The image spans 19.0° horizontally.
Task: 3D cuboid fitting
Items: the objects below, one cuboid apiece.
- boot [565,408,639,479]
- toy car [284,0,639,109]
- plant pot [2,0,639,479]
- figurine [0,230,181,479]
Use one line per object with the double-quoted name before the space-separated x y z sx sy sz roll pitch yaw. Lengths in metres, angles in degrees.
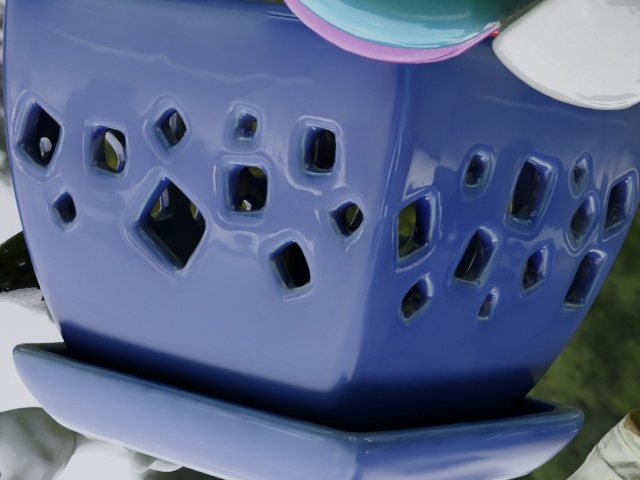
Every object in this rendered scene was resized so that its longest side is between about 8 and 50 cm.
"boot" 0.277 0.269 1.597 0.213 0.165 0.077 50 -156 10
"toy car" 0.046 -0.107 0.535 0.159 0.136 0.182 59 -149 -1
"plant pot" 0.000 0.000 0.899 0.236 0.212 0.236 12 -173 35
"figurine" -0.202 0.087 1.405 0.209 0.092 0.215 -14 -111 -51
